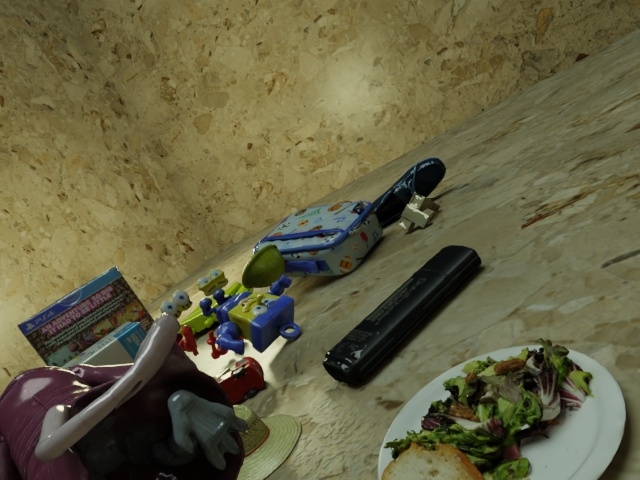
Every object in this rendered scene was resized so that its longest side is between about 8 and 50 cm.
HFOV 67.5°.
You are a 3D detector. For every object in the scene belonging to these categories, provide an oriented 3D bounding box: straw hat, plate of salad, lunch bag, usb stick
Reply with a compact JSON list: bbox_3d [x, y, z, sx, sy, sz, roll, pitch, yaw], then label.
[{"bbox_3d":[-0.099,0.234,0.575,0.144,0.061,0.144,-31,10,6],"label":"straw hat"},{"bbox_3d":[0.128,0.139,0.380,0.199,0.048,0.200,-31,9,5],"label":"plate of salad"},{"bbox_3d":[-0.006,0.001,1.188,0.303,0.115,0.243,-7,24,38],"label":"lunch bag"},{"bbox_3d":[0.119,0.093,0.660,0.278,0.045,0.077,-36,17,-27],"label":"usb stick"}]

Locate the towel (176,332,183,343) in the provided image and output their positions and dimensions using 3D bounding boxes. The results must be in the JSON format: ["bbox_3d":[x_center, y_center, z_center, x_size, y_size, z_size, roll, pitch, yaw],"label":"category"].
[{"bbox_3d":[-0.531,0.368,1.375,0.274,0.031,0.199,-31,8,3],"label":"towel"}]

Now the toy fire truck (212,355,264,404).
[{"bbox_3d":[-0.179,0.249,0.800,0.192,0.047,0.135,-31,8,0],"label":"toy fire truck"}]

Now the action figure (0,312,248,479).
[{"bbox_3d":[-0.258,0.208,0.476,0.370,0.276,0.248,9,43,37],"label":"action figure"}]

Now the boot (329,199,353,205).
[{"bbox_3d":[-0.001,0.000,1.417,0.295,0.104,0.211,-36,14,5],"label":"boot"}]

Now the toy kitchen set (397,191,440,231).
[{"bbox_3d":[0.239,-0.052,1.101,0.068,0.075,0.083,37,104,42],"label":"toy kitchen set"}]

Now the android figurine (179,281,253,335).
[{"bbox_3d":[-0.320,0.208,1.439,0.248,0.056,0.273,-30,9,12],"label":"android figurine"}]

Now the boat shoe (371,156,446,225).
[{"bbox_3d":[0.228,-0.109,1.266,0.258,0.109,0.089,-46,10,23],"label":"boat shoe"}]

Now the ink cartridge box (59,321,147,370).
[{"bbox_3d":[-0.437,0.302,0.978,0.232,0.168,0.171,-38,12,-29],"label":"ink cartridge box"}]

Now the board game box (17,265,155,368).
[{"bbox_3d":[-0.512,0.245,1.141,0.232,0.291,0.141,-35,10,-24],"label":"board game box"}]

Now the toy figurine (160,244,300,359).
[{"bbox_3d":[-0.116,0.159,0.956,0.217,0.191,0.362,11,28,31],"label":"toy figurine"}]
